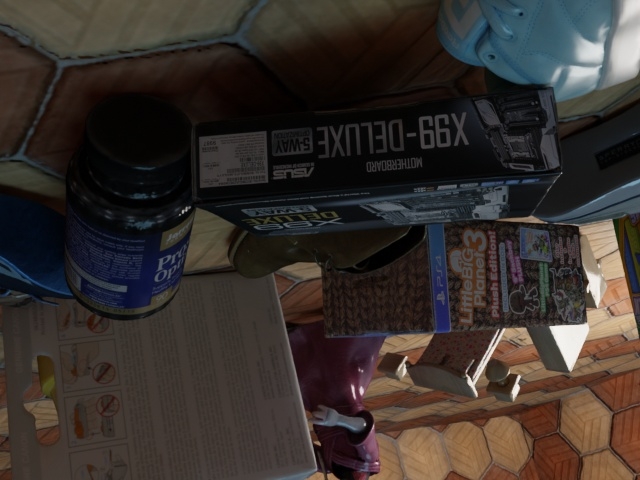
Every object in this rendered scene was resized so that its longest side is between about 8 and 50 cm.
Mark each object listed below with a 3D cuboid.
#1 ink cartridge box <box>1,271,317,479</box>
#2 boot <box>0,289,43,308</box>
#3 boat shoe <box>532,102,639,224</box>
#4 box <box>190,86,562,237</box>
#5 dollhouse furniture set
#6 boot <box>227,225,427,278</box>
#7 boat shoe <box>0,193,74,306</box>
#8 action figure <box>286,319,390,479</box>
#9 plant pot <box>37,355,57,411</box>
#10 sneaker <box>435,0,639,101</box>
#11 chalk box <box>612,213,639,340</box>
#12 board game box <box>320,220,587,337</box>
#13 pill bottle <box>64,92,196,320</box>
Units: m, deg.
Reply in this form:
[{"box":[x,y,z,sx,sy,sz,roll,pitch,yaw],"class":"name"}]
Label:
[{"box":[-0.223,0.208,1.069,0.385,0.308,0.091,-5,155,-20],"class":"ink cartridge box"},{"box":[-0.405,0.069,0.987,0.118,0.042,0.087,-16,160,5],"class":"boot"},{"box":[0.441,-0.096,0.962,0.367,0.135,0.156,-24,156,32],"class":"boat shoe"},{"box":[0.058,-0.063,0.752,0.308,0.076,0.242,-4,172,8],"class":"box"},{"box":[0.290,0.113,1.424,0.356,0.303,0.173,2,134,44],"class":"dollhouse furniture set"},{"box":[0.000,0.000,0.963,0.305,0.115,0.112,-28,157,35],"class":"boot"},{"box":[-0.344,-0.004,0.799,0.089,0.109,0.258,-20,142,34],"class":"boat shoe"},{"box":[0.033,0.324,1.419,0.276,0.370,0.248,0,156,-38],"class":"action figure"},{"box":[-0.308,0.258,1.234,0.254,0.239,0.254,-12,159,-5],"class":"plant pot"},{"box":[0.155,-0.187,0.577,0.150,0.135,0.366,-23,156,13],"class":"sneaker"},{"box":[0.585,0.056,1.175,0.180,0.288,0.179,-5,159,-2],"class":"chalk box"},{"box":[0.184,0.058,1.089,0.291,0.141,0.232,2,172,-35],"class":"board game box"},{"box":[-0.183,-0.029,0.749,0.123,0.122,0.219,-4,143,-22],"class":"pill bottle"}]
